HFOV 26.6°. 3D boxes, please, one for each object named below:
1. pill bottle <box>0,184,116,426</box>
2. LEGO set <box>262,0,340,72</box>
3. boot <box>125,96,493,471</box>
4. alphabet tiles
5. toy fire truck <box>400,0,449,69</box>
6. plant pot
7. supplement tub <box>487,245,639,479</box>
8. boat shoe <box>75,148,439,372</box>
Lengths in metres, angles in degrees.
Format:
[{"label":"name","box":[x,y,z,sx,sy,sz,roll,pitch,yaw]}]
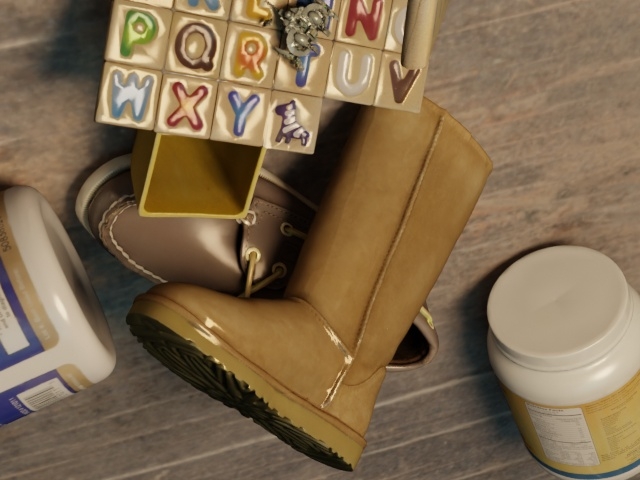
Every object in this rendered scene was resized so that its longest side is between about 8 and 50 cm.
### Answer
[{"label":"pill bottle","box":[-0.292,0.079,0.954,0.265,0.153,0.153,-24,134,-3]},{"label":"LEGO set","box":[-0.012,-0.152,0.895,0.054,0.023,0.083,-27,112,-20]},{"label":"boot","box":[0.000,0.000,0.978,0.236,0.089,0.269,42,65,-41]},{"label":"alphabet tiles","box":[-0.023,-0.160,0.907,0.237,0.009,0.198,7,98,-28]},{"label":"toy fire truck","box":[0.031,-0.222,0.752,0.158,0.246,0.217,-32,136,-18]},{"label":"plant pot","box":[-0.092,-0.072,0.960,0.081,0.083,0.081,1,128,-24]},{"label":"supplement tub","box":[0.232,0.114,1.221,0.144,0.144,0.199,-27,134,0]},{"label":"boat shoe","box":[-0.037,0.024,1.058,0.324,0.096,0.116,23,116,-36]}]
